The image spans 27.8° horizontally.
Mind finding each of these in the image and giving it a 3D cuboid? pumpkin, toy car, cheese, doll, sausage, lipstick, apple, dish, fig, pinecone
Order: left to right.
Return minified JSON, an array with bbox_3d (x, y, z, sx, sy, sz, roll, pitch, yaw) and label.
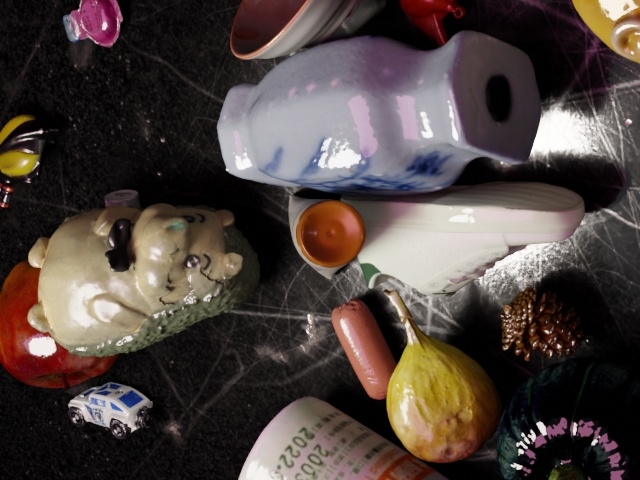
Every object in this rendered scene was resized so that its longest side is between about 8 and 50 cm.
[{"bbox_3d":[-0.525,-0.136,2.205,0.249,0.088,0.127,-25,94,44],"label":"doll"},{"bbox_3d":[-0.446,0.144,2.194,0.234,0.234,0.234,15,118,31],"label":"apple"},{"bbox_3d":[-0.357,-0.344,2.021,0.145,0.038,0.095,-8,104,45],"label":"cheese"},{"bbox_3d":[-0.364,0.295,2.278,0.171,0.080,0.070,9,114,34],"label":"toy car"},{"bbox_3d":[-0.313,0.049,2.148,0.059,0.059,0.264,10,116,33],"label":"lipstick"},{"bbox_3d":[-0.271,0.049,1.980,0.350,0.247,0.247,-8,106,10],"label":"doll"},{"bbox_3d":[-0.008,-0.329,1.682,0.085,0.260,0.260,31,135,-24],"label":"dish"},{"bbox_3d":[0.068,0.160,1.913,0.062,0.062,0.154,-22,96,40],"label":"sausage"},{"bbox_3d":[0.120,-0.330,1.661,0.169,0.057,0.109,36,124,23],"label":"doll"},{"bbox_3d":[0.148,0.180,1.798,0.159,0.159,0.257,-15,106,40],"label":"fig"},{"bbox_3d":[0.292,0.114,1.705,0.109,0.102,0.102,18,120,20],"label":"pinecone"},{"bbox_3d":[0.333,0.280,1.650,0.248,0.248,0.248,15,118,31],"label":"pumpkin"}]

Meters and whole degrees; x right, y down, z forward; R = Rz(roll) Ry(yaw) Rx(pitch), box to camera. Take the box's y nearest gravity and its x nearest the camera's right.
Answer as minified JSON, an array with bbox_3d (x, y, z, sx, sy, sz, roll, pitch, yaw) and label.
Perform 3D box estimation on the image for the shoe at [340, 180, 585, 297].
[{"bbox_3d":[0.187,0.009,1.719,0.363,0.132,0.160,3,111,40],"label":"shoe"}]

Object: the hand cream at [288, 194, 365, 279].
[{"bbox_3d":[0.000,0.000,1.786,0.139,0.089,0.314,65,172,-5],"label":"hand cream"}]

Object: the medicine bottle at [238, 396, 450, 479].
[{"bbox_3d":[0.082,0.413,1.910,0.388,0.219,0.219,30,125,24],"label":"medicine bottle"}]

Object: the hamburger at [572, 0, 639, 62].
[{"bbox_3d":[0.410,-0.310,1.376,0.303,0.186,0.261,13,118,29],"label":"hamburger"}]

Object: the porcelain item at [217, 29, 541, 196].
[{"bbox_3d":[0.064,-0.154,1.662,0.405,0.243,0.178,-7,79,42],"label":"porcelain item"}]
